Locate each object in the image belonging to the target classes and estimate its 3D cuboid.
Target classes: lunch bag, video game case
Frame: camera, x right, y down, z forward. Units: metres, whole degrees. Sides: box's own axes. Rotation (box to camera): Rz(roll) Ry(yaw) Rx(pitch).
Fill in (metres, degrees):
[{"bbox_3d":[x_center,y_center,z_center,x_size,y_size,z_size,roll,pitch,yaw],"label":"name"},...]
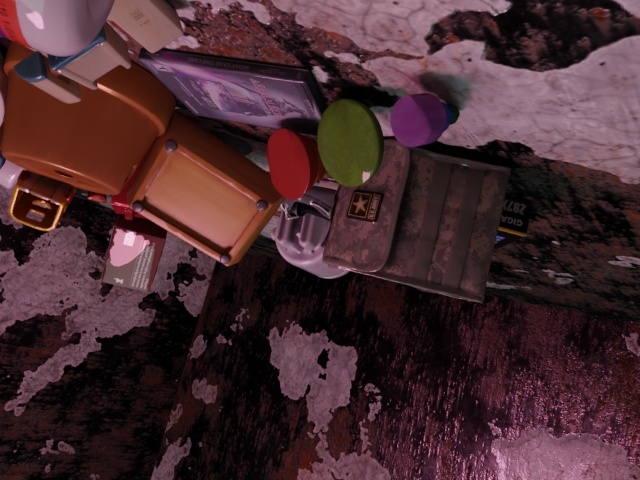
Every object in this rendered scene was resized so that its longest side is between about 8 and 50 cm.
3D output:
[{"bbox_3d":[0.156,-0.038,0.905,0.287,0.235,0.169,14,177,6],"label":"lunch bag"},{"bbox_3d":[-0.126,-0.236,0.835,0.274,0.026,0.196,14,171,15],"label":"video game case"}]

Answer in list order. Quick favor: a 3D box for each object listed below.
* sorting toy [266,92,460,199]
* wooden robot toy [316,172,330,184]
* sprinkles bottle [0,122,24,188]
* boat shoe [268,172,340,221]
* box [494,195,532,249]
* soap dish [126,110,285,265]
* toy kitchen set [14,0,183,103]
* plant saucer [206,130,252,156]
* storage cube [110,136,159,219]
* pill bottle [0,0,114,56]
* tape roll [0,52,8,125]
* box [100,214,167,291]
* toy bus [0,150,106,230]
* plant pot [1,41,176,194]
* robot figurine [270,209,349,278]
[{"bbox_3d":[0.064,-0.152,0.804,0.126,0.127,0.365,-18,-174,-39],"label":"sorting toy"},{"bbox_3d":[-0.035,-0.164,1.076,0.173,0.076,0.079,3,130,54],"label":"wooden robot toy"},{"bbox_3d":[-0.784,-0.258,1.080,0.355,0.121,0.121,37,163,-22],"label":"sprinkles bottle"},{"bbox_3d":[-0.064,-0.104,1.309,0.319,0.099,0.116,10,170,30],"label":"boat shoe"},{"bbox_3d":[0.285,-0.048,1.154,0.257,0.079,0.322,13,171,2],"label":"box"},{"bbox_3d":[-0.243,-0.095,1.090,0.291,0.229,0.118,33,-155,-14],"label":"soap dish"},{"bbox_3d":[-0.306,-0.298,0.635,0.207,0.166,0.122,-26,159,13],"label":"toy kitchen set"},{"bbox_3d":[-0.212,-0.210,1.146,0.119,0.021,0.119,15,172,2],"label":"plant saucer"},{"bbox_3d":[-0.387,-0.144,1.255,0.193,0.215,0.183,11,172,-17],"label":"storage cube"},{"bbox_3d":[-0.322,-0.279,0.380,0.323,0.182,0.181,17,171,-16],"label":"pill bottle"},{"bbox_3d":[-0.740,-0.287,0.850,0.392,0.072,0.392,-5,153,-3],"label":"tape roll"},{"bbox_3d":[-0.508,-0.052,1.476,0.143,0.191,0.381,17,-150,-17],"label":"box"},{"bbox_3d":[-0.556,-0.109,1.055,0.191,0.104,0.202,46,-151,19],"label":"toy bus"},{"bbox_3d":[-0.435,-0.210,0.932,0.290,0.204,0.291,14,170,3],"label":"plant pot"},{"bbox_3d":[0.000,0.000,1.517,0.300,0.200,0.353,9,170,27],"label":"robot figurine"}]
